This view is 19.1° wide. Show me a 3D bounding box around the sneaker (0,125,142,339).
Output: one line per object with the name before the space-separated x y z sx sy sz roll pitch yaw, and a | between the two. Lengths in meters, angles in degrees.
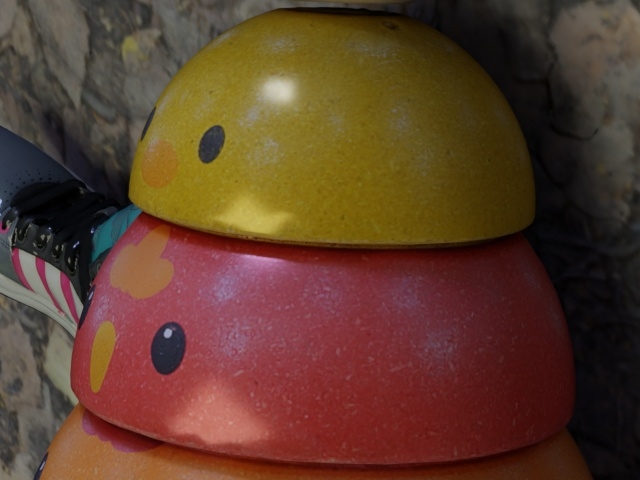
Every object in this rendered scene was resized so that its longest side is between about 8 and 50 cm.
sneaker | -0.134 -0.001 1.214 0.295 0.124 0.178 44 144 9

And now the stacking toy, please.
stacking toy | 0.000 0.000 0.996 0.351 0.351 0.479 9 101 44
